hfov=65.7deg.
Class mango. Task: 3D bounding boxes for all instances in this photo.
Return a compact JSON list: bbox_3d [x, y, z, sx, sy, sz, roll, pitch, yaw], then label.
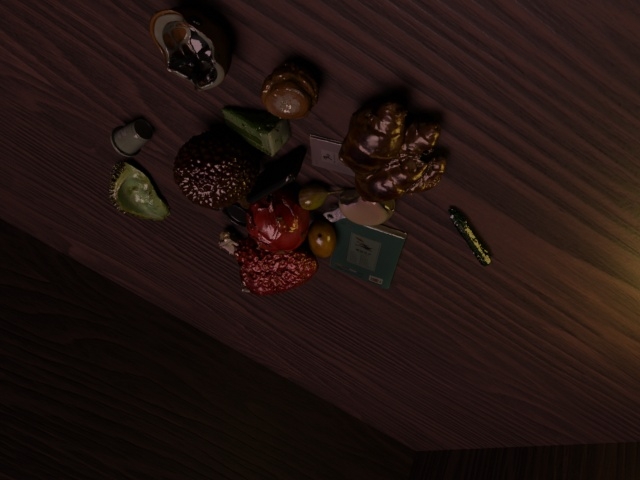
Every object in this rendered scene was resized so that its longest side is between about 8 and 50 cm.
[{"bbox_3d":[0.000,0.000,1.845,0.136,0.099,0.227,64,165,10],"label":"mango"}]

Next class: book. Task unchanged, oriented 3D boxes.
[{"bbox_3d":[0.166,0.044,1.867,0.263,0.031,0.379,21,148,9],"label":"book"},{"bbox_3d":[0.053,-0.256,1.524,0.181,0.014,0.127,17,148,14],"label":"book"}]

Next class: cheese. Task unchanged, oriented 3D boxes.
[{"bbox_3d":[0.112,-0.107,1.633,0.286,0.082,0.163,-14,130,46],"label":"cheese"}]

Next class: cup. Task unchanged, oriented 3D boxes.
[{"bbox_3d":[-0.677,-0.374,1.796,0.141,0.120,0.120,-15,131,34],"label":"cup"}]

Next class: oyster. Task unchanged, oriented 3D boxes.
[{"bbox_3d":[-0.389,0.012,2.200,0.132,0.072,0.209,-5,157,32],"label":"oyster"}]

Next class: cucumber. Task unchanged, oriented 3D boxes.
[{"bbox_3d":[0.470,-0.011,1.554,0.044,0.043,0.257,-15,129,41],"label":"cucumber"}]

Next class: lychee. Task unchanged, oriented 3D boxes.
[{"bbox_3d":[-0.328,-0.231,1.607,0.267,0.268,0.268,19,148,12],"label":"lychee"}]

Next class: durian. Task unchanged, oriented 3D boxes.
[{"bbox_3d":[-0.794,-0.208,2.165,0.197,0.163,0.394,-23,141,2],"label":"durian"}]

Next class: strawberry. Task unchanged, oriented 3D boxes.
[{"bbox_3d":[-0.169,0.093,2.008,0.342,0.292,0.292,1,144,6],"label":"strawberry"}]

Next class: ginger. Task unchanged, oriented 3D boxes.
[{"bbox_3d":[0.188,-0.233,1.328,0.274,0.153,0.358,7,145,28],"label":"ginger"}]

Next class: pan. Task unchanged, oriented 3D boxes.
[{"bbox_3d":[-0.380,-0.121,2.024,0.234,0.028,0.136,19,148,5],"label":"pan"}]

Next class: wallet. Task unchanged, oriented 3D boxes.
[{"bbox_3d":[-0.147,-0.201,1.600,0.044,0.149,0.250,39,138,-26],"label":"wallet"}]

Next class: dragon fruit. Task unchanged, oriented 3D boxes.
[{"bbox_3d":[-0.151,-0.071,1.746,0.240,0.241,0.253,14,122,19],"label":"dragon fruit"}]

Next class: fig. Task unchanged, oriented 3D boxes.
[{"bbox_3d":[-0.001,-0.167,1.659,0.166,0.093,0.093,-33,120,23],"label":"fig"}]

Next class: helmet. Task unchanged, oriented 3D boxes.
[{"bbox_3d":[-0.323,-0.517,1.305,0.224,0.130,0.198,44,142,-10],"label":"helmet"}]

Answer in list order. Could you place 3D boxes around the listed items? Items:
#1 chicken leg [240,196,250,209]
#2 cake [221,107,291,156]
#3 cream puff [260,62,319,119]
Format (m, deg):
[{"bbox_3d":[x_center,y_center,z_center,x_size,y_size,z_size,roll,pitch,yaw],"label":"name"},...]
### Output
[{"bbox_3d":[-0.301,-0.175,1.855,0.084,0.069,0.198,16,154,19],"label":"chicken leg"},{"bbox_3d":[-0.217,-0.338,1.522,0.235,0.099,0.100,15,145,20],"label":"cake"},{"bbox_3d":[-0.080,-0.399,1.314,0.165,0.115,0.150,4,150,17],"label":"cream puff"}]
